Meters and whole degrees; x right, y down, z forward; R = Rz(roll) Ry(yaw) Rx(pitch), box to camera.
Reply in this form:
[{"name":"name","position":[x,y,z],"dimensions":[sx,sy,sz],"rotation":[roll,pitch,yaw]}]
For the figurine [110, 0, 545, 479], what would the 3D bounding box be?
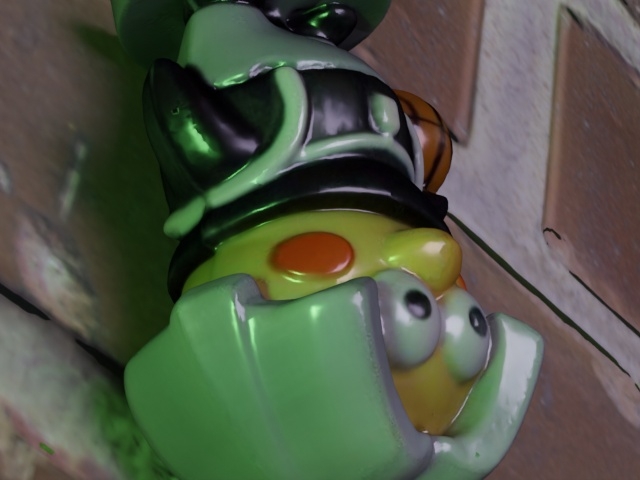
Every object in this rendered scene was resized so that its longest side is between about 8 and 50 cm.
[{"name":"figurine","position":[0.000,0.000,0.713],"dimensions":[0.176,0.133,0.236],"rotation":[16,53,-44]}]
